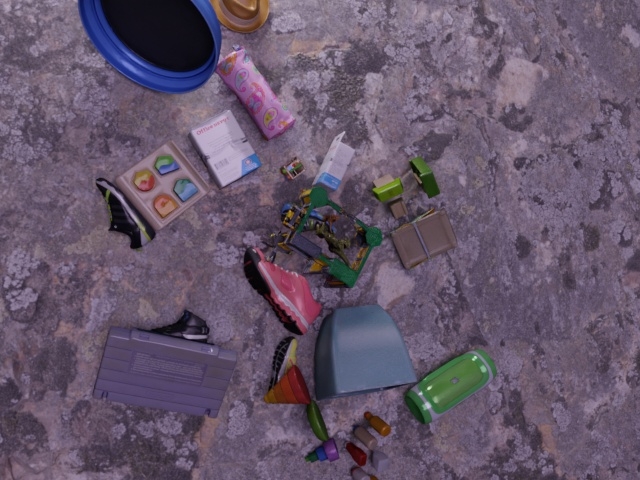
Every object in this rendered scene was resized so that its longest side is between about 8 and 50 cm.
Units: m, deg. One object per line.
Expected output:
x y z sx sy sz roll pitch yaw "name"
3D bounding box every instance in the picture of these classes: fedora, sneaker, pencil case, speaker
-0.240 -0.733 1.788 0.195 0.079 0.194 0 89 -17 "fedora"
-0.430 0.253 1.709 0.217 0.079 0.121 15 74 -16 "sneaker"
-0.568 -0.069 1.665 0.097 0.084 0.234 -41 100 -13 "sneaker"
-0.038 -0.057 1.843 0.188 0.067 0.078 21 104 -17 "sneaker"
-0.193 -0.439 1.773 0.124 0.124 0.284 -38 98 -14 "pencil case"
-0.095 0.396 1.803 0.094 0.081 0.208 12 91 -23 "sneaker"
0.426 0.473 1.927 0.297 0.131 0.131 -28 96 -16 "speaker"
-0.114 0.134 1.800 0.136 0.116 0.313 -41 103 -28 "sneaker"

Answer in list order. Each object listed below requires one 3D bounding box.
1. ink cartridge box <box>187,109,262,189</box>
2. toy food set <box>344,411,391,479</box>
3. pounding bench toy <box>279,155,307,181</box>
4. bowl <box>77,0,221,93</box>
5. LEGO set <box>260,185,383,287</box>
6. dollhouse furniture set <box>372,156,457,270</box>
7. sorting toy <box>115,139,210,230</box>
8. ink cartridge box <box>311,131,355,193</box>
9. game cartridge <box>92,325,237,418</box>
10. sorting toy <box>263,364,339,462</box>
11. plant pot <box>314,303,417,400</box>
-0.286 -0.268 1.757 0.140 0.082 0.190 -32 96 -16 "ink cartridge box"
0.143 0.670 1.868 0.111 0.104 0.232 -5 108 -30 "toy food set"
-0.083 -0.220 1.816 0.065 0.083 0.052 -39 99 -15 "pounding bench toy"
-0.446 -0.572 1.576 0.391 0.391 0.077 30 54 -14 "bowl"
0.000 0.000 1.770 0.331 0.192 0.254 26 74 -25 "LEGO set"
0.306 -0.087 1.941 0.198 0.151 0.301 -24 114 4 "dollhouse furniture set"
-0.457 -0.162 1.725 0.208 0.038 0.193 -40 100 -14 "sorting toy"
0.047 -0.241 1.845 0.060 0.104 0.180 28 81 -14 "ink cartridge box"
-0.433 0.370 1.658 0.355 0.068 0.230 15 107 -16 "game cartridge"
-0.062 0.541 1.767 0.126 0.127 0.365 -23 116 1 "sorting toy"
0.111 0.332 1.785 0.247 0.248 0.252 -5 72 -17 "plant pot"
